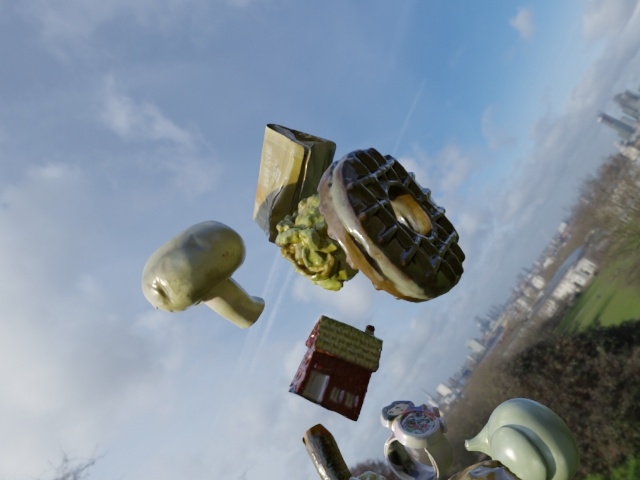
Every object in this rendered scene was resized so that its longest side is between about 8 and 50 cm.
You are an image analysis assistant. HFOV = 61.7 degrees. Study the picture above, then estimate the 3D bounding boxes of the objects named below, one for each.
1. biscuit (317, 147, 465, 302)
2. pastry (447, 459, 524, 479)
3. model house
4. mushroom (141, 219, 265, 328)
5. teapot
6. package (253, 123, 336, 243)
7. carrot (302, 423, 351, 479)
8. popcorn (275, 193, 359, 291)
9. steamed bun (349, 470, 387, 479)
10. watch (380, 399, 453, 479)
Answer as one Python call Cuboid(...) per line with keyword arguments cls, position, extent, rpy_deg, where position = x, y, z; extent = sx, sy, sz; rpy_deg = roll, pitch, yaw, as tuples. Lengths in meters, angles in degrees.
Cuboid(cls="biscuit", position=(0.136, -0.031, 0.992), extent=(0.103, 0.332, 0.332), rpy_deg=(-40, -11, 32))
Cuboid(cls="pastry", position=(0.249, 0.441, 0.669), extent=(0.184, 0.284, 0.316), rpy_deg=(-38, -59, -6))
Cuboid(cls="model house", position=(0.046, 0.329, 1.463), extent=(0.160, 0.196, 0.254), rpy_deg=(130, 164, -75))
Cuboid(cls="mushroom", position=(-0.329, 0.077, 1.529), extent=(0.356, 0.315, 0.315), rpy_deg=(9, -63, -45))
Cuboid(cls="teapot", position=(0.492, 0.517, 1.197), extent=(0.149, 0.318, 0.220), rpy_deg=(-19, -29, -36))
Cuboid(cls="package", position=(-0.101, -0.156, 1.574), extent=(0.165, 0.221, 0.311), rpy_deg=(-55, -18, -61))
Cuboid(cls="carrot", position=(0.019, 0.554, 1.361), extent=(0.082, 0.173, 0.082), rpy_deg=(-27, -30, -17))
Cuboid(cls="popcorn", position=(0.000, 0.000, 1.310), extent=(0.259, 0.212, 0.259), rpy_deg=(-14, -72, -49))
Cuboid(cls="steamed bun", position=(0.144, 0.901, 1.720), extent=(0.320, 0.206, 0.275), rpy_deg=(-15, -61, -32))
Cuboid(cls="watch", position=(0.311, 0.668, 1.765), extent=(0.196, 0.244, 0.231), rpy_deg=(-29, -64, -46))
